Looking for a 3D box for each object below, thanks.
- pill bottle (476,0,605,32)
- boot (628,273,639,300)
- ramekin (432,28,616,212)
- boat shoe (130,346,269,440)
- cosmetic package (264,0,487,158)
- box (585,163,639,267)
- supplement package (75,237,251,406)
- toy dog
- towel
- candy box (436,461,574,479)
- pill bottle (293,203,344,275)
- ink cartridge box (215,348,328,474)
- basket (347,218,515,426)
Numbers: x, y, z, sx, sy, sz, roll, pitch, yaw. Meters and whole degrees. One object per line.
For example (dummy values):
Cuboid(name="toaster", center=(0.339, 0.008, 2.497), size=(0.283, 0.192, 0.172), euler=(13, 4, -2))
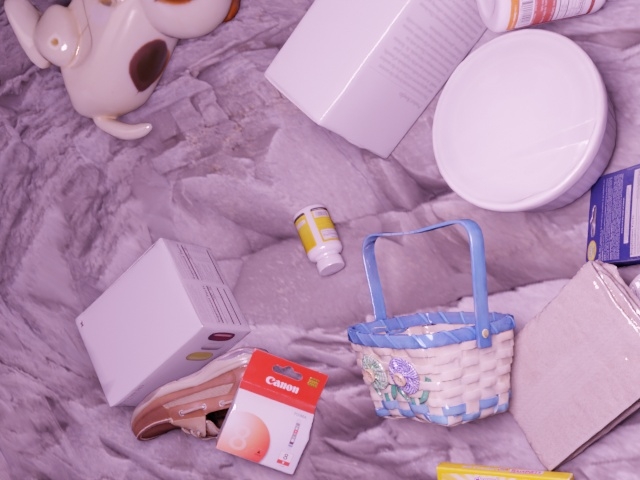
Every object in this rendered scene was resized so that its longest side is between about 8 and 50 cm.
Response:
Cuboid(name="pill bottle", center=(0.347, -0.386, 1.266), size=(0.216, 0.121, 0.121), euler=(-13, 71, -6))
Cuboid(name="boot", center=(0.494, 0.058, 1.147), size=(0.258, 0.095, 0.123), euler=(-49, 59, 22))
Cuboid(name="ramekin", center=(0.312, -0.164, 1.281), size=(0.272, 0.127, 0.273), euler=(-11, 72, 36))
Cuboid(name="boat shoe", center=(-0.218, 0.305, 1.558), size=(0.324, 0.123, 0.116), euler=(-32, 68, 26))
Cuboid(name="cosmetic package", center=(0.143, -0.376, 1.381), size=(0.161, 0.230, 0.453), euler=(46, 105, 31))
Cuboid(name="box", center=(0.437, -0.036, 1.176), size=(0.225, 0.036, 0.136), euler=(158, 118, -77))
Cuboid(name="supplement package", center=(-0.301, 0.161, 1.621), size=(0.262, 0.145, 0.204), euler=(-41, 62, 21))
Cuboid(name="toy dog", center=(-0.366, -0.443, 1.697), size=(0.408, 0.284, 0.395), euler=(-31, 66, 23))
Cuboid(name="towel", center=(0.359, 0.177, 1.205), size=(0.282, 0.049, 0.187), euler=(-55, 54, 37))
Cuboid(name="candy box", center=(0.273, 0.387, 1.261), size=(0.205, 0.027, 0.105), euler=(-4, 94, 32))
Cuboid(name="pill bottle", center=(0.000, 0.000, 1.502), size=(0.065, 0.065, 0.116), euler=(-33, 65, 24))
Cuboid(name="ink cartridge box", center=(-0.080, 0.294, 1.464), size=(0.145, 0.045, 0.179), euler=(22, 98, -10))
Cuboid(name="basket", center=(0.162, 0.121, 1.266), size=(0.254, 0.201, 0.289), euler=(-12, 82, 58))
